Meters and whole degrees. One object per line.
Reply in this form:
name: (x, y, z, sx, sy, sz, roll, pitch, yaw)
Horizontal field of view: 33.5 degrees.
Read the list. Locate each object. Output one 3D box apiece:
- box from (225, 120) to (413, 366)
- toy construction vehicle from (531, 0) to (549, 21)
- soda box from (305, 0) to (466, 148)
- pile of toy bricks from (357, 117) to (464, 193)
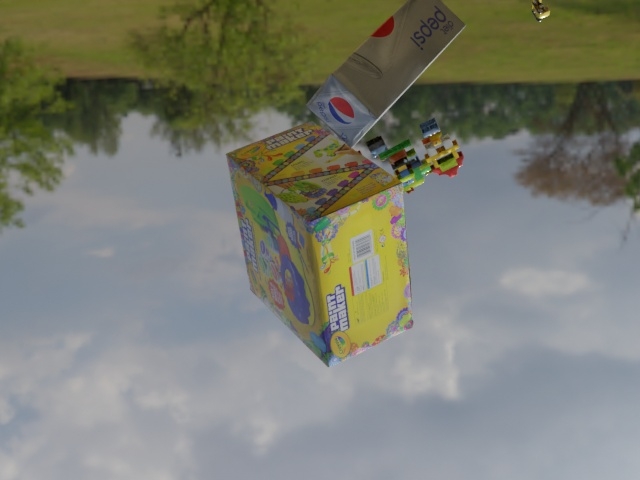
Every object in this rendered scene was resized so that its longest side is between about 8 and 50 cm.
box: (0.000, 0.000, 1.777, 0.177, 0.290, 0.279, -23, -144, -22)
toy construction vehicle: (0.386, -0.454, 1.888, 0.035, 0.086, 0.098, -16, -126, -4)
soda box: (0.103, -0.268, 1.612, 0.286, 0.098, 0.091, -48, -177, -37)
pile of toy bricks: (0.153, -0.129, 1.925, 0.212, 0.105, 0.118, -25, -142, 9)
